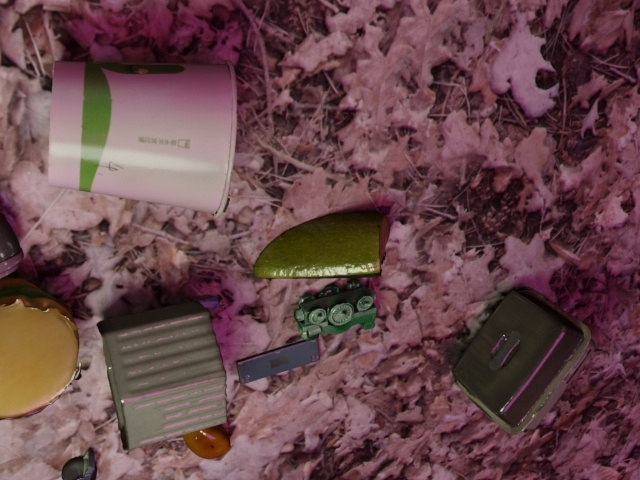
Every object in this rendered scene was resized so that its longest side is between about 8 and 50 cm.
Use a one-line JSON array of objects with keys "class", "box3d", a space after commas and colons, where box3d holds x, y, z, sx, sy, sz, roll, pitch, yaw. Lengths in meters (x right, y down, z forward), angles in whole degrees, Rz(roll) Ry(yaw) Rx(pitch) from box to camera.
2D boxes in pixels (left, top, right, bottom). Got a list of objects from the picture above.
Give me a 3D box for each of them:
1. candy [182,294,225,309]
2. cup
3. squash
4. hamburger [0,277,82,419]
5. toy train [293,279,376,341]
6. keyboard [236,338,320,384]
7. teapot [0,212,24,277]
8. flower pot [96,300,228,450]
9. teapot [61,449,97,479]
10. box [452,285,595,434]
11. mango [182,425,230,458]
[{"class": "candy", "box3d": [-0.219, 0.116, 1.483, 0.083, 0.020, 0.030, -2, 116, -24]}, {"class": "cup", "box3d": [-0.275, -0.165, 1.210, 0.273, 0.253, 0.253, 2, 112, -16]}, {"class": "squash", "box3d": [0.000, 0.000, 1.531, 0.252, 0.169, 0.093, -2, 116, 13]}, {"class": "hamburger", "box3d": [-0.521, 0.168, 1.296, 0.237, 0.149, 0.237, -15, 120, -28]}, {"class": "toy train", "box3d": [0.030, 0.146, 1.585, 0.178, 0.071, 0.105, -14, 129, -20]}, {"class": "keyboard", "box3d": [-0.085, 0.246, 1.609, 0.176, 0.014, 0.055, -16, 118, -17]}, {"class": "teapot", "box3d": [-0.552, -0.011, 1.237, 0.116, 0.148, 0.146, -35, 118, -50]}, {"class": "flower pot", "box3d": [-0.279, 0.231, 1.389, 0.189, 0.209, 0.239, -12, 128, -18]}, {"class": "teapot", "box3d": [-0.456, 0.449, 1.510, 0.066, 0.057, 0.088, 23, 103, -32]}, {"class": "box", "box3d": [0.445, 0.263, 1.742, 0.166, 0.220, 0.291, 27, 100, -44]}, {"class": "mango", "box3d": [-0.232, 0.396, 1.587, 0.080, 0.060, 0.114, -30, 125, 8]}]
